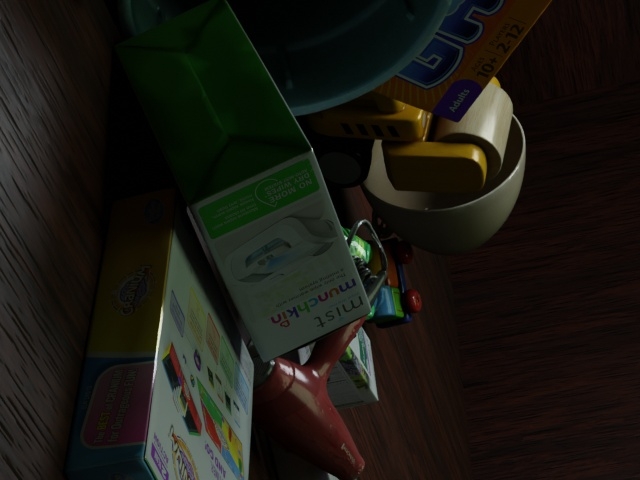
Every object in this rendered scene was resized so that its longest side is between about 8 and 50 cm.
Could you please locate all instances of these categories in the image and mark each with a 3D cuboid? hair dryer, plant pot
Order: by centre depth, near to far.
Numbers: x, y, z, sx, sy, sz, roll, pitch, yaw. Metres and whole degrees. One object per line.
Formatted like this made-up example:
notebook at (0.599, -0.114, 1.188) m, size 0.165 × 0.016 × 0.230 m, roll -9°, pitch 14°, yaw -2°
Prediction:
plant pot at (-0.058, -0.365, 1.558) m, size 0.341 × 0.341 × 0.334 m, roll 67°, pitch 8°, yaw -49°
hair dryer at (0.006, 0.134, 1.650) m, size 0.080 × 0.224 × 0.293 m, roll 11°, pitch -72°, yaw 58°
plant pot at (0.212, -0.085, 2.491) m, size 0.191 × 0.284 × 0.284 m, roll 74°, pitch 10°, yaw -45°

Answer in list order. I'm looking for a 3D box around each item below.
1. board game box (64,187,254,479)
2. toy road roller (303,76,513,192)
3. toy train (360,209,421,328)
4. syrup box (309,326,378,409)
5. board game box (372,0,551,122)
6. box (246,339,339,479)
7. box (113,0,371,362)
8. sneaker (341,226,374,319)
board game box at (-0.127, 0.147, 1.269) m, size 0.316 × 0.064 × 0.242 m, roll -89°, pitch 164°, yaw -49°
toy road roller at (0.130, -0.224, 2.330) m, size 0.240 × 0.330 × 0.202 m, roll 80°, pitch 20°, yaw -47°
toy train at (0.085, 0.020, 2.501) m, size 0.143 × 0.105 × 0.248 m, roll 16°, pitch 62°, yaw -63°
syrup box at (0.002, 0.136, 1.891) m, size 0.237 × 0.096 × 0.093 m, roll 58°, pitch 23°, yaw -60°
board game box at (0.110, -0.449, 1.986) m, size 0.356 × 0.356 × 0.356 m, roll -54°, pitch -154°, yaw 39°
box at (-0.017, 0.261, 1.741) m, size 0.067 × 0.063 × 0.324 m, roll -57°, pitch 135°, yaw -73°
box at (-0.071, -0.061, 1.415) m, size 0.231 × 0.127 × 0.262 m, roll 70°, pitch -6°, yaw -46°
sneaker at (0.000, 0.000, 1.951) m, size 0.109 × 0.124 × 0.295 m, roll -88°, pitch 163°, yaw -50°
